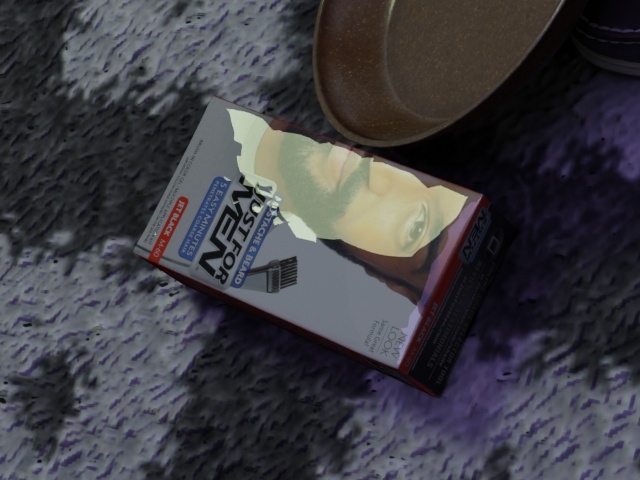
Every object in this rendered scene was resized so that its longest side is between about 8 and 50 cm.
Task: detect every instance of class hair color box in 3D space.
[{"bbox_3d":[0.000,0.000,0.815,0.167,0.053,0.093,22,81,31],"label":"hair color box"}]

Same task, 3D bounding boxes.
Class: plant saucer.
[{"bbox_3d":[0.073,-0.129,0.804,0.198,0.036,0.198,-32,45,38],"label":"plant saucer"}]

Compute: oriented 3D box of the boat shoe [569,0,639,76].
[{"bbox_3d":[0.233,-0.143,0.722,0.285,0.092,0.102,-8,70,26],"label":"boat shoe"}]
